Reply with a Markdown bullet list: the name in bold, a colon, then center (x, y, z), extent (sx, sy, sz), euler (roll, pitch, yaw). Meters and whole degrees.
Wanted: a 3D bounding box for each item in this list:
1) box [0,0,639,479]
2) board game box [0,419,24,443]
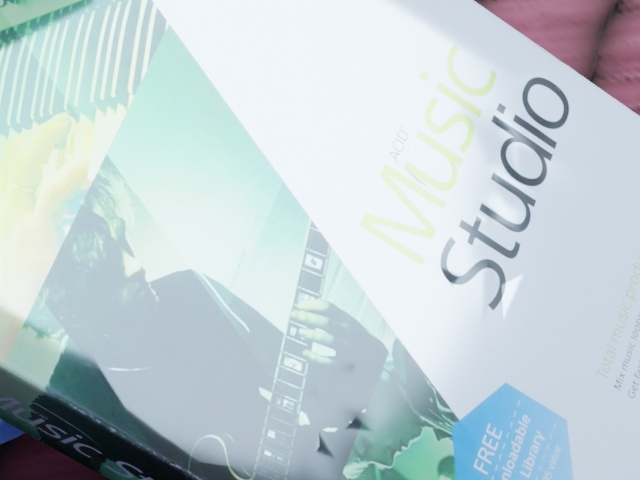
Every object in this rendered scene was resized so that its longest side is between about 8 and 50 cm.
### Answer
- **box**: center (0.000, 0.000, 0.740), extent (0.322, 0.058, 0.232), euler (31, 62, -18)
- **board game box**: center (-0.152, -0.003, 0.742), extent (0.133, 0.033, 0.169), euler (-13, 93, -13)
